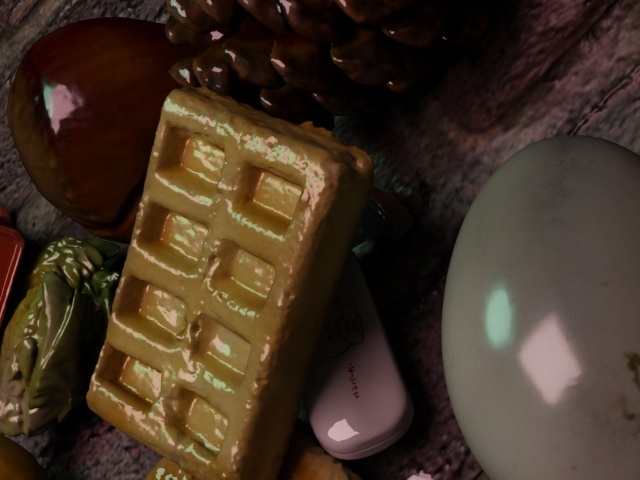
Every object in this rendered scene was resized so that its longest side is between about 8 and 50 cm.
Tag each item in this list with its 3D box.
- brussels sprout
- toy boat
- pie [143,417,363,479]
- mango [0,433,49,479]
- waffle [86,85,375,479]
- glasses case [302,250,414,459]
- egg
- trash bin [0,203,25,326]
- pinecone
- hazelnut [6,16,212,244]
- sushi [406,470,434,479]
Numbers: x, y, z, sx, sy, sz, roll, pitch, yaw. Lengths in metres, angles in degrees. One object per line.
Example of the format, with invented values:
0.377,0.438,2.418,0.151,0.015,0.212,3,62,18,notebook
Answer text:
-0.235,0.086,1.584,0.139,0.100,0.181,28,110,54,brussels sprout
-0.001,0.000,1.340,0.122,0.034,0.096,-31,34,-16,toy boat
-0.065,0.291,1.326,0.339,0.083,0.339,-23,57,41,pie
-0.275,0.266,1.522,0.156,0.151,0.249,-44,58,1,mango
-0.069,0.038,1.277,0.168,0.057,0.274,28,108,36,waffle
0.013,0.077,1.320,0.074,0.049,0.193,-24,45,5,glasses case
0.162,0.052,1.075,0.183,0.183,0.264,-35,45,35,egg
-0.372,0.020,1.653,0.238,0.184,0.161,9,82,70,trash bin
0.004,-0.197,1.323,0.309,0.244,0.244,-38,49,49,pinecone
-0.153,-0.105,1.507,0.208,0.208,0.208,-21,61,43,hazelnut
0.044,0.299,1.144,0.231,0.047,0.219,-47,62,12,sushi
